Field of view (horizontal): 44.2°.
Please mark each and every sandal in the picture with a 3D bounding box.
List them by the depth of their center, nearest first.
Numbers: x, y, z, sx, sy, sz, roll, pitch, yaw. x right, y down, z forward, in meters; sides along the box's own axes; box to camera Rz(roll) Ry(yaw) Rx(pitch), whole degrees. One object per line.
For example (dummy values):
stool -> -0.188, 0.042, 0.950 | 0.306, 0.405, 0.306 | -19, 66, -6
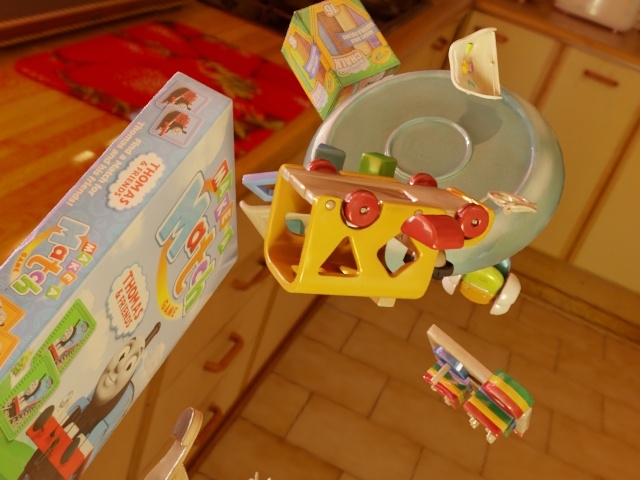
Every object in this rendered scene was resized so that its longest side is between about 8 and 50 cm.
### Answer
sandal -> -0.265, 0.435, 1.468 | 0.079, 0.240, 0.088 | 32, -9, -27

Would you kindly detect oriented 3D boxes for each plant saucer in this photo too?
plant saucer -> 0.131, -0.100, 0.947 | 0.318, 0.043, 0.317 | -4, 55, 6

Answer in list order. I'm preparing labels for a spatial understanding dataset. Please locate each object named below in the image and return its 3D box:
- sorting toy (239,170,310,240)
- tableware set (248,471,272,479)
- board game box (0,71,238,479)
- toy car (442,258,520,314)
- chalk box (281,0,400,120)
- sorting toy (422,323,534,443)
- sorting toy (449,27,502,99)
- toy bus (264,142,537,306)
sorting toy -> 0.000, 0.000, 1.103 | 0.196, 0.347, 0.047 | 2, 70, 13
tableware set -> -0.128, 0.542, 1.472 | 0.039, 0.128, 0.194 | 16, 50, -16
board game box -> -0.113, 0.041, 0.398 | 0.039, 0.160, 0.211 | 27, 61, 11
toy car -> 0.363, 0.070, 1.729 | 0.159, 0.182, 0.136 | 26, 74, 11
chalk box -> 0.044, -0.309, 1.414 | 0.132, 0.132, 0.213 | -25, 78, -22
sorting toy -> 0.166, 0.169, 0.873 | 0.132, 0.046, 0.274 | 41, -7, 23
sorting toy -> 0.174, -0.203, 0.918 | 0.045, 0.083, 0.075 | -1, 9, 40
toy bus -> 0.054, 0.000, 0.651 | 0.202, 0.104, 0.191 | 20, 19, 19
